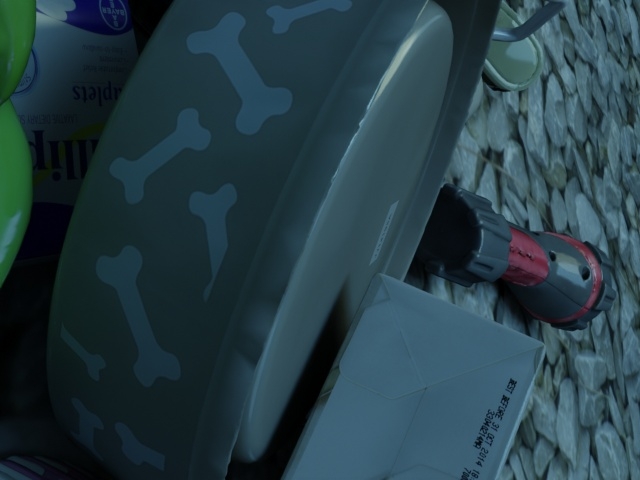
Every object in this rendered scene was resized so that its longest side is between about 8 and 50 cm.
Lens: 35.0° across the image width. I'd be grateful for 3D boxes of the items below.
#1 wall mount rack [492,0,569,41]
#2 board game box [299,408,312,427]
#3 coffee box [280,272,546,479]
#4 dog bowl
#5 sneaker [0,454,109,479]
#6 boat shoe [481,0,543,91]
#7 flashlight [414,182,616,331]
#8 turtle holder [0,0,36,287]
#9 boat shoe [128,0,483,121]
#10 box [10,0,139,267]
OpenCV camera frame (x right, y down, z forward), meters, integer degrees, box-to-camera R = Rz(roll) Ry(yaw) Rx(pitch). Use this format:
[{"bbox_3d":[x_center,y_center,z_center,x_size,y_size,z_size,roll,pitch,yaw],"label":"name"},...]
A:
[{"bbox_3d":[0.055,-0.300,0.861,0.304,0.130,0.350,4,73,-20],"label":"wall mount rack"},{"bbox_3d":[0.000,0.000,0.763,0.145,0.027,0.281,27,58,-49],"label":"board game box"},{"bbox_3d":[0.048,0.136,0.595,0.246,0.098,0.141,83,32,-68],"label":"coffee box"},{"bbox_3d":[-0.014,-0.013,0.529,0.349,0.102,0.349,-62,168,-22],"label":"dog bowl"},{"bbox_3d":[-0.143,0.161,0.445,0.105,0.095,0.236,-69,159,1],"label":"sneaker"},{"bbox_3d":[0.136,-0.246,1.010,0.228,0.081,0.068,55,-6,-14],"label":"boat shoe"},{"bbox_3d":[0.191,0.023,0.980,0.304,0.103,0.103,17,69,-55],"label":"flashlight"},{"bbox_3d":[-0.221,-0.072,0.303,0.227,0.243,0.320,-58,169,-28],"label":"turtle holder"},{"bbox_3d":[-0.023,-0.150,0.684,0.158,0.127,0.340,-50,129,-7],"label":"boat shoe"},{"bbox_3d":[-0.150,-0.057,0.510,0.126,0.072,0.137,-12,91,-57],"label":"box"}]
